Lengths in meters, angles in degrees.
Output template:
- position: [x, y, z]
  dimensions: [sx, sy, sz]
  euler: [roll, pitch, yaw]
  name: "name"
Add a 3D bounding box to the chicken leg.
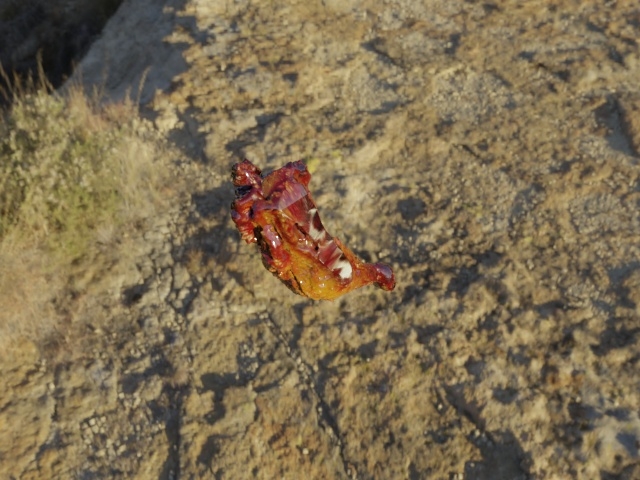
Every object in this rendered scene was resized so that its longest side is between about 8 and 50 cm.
- position: [-0.004, 0.004, 0.570]
  dimensions: [0.048, 0.219, 0.089]
  euler: [7, 60, 48]
  name: "chicken leg"
